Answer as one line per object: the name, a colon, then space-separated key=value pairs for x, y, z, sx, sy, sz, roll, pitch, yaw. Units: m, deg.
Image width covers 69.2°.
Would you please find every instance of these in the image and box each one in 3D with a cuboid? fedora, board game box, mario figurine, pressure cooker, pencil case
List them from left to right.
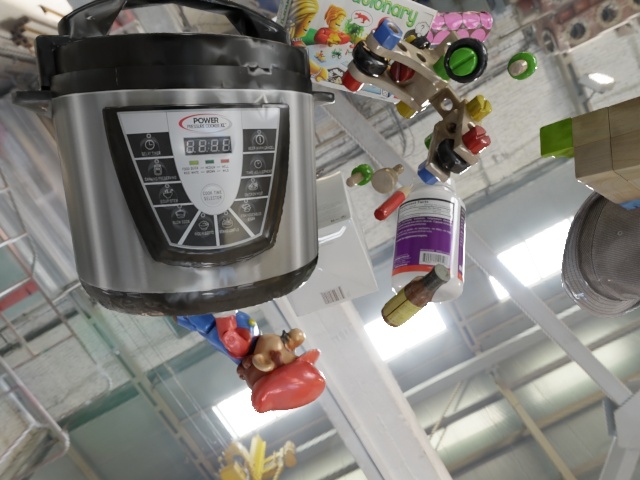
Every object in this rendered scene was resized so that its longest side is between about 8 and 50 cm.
pressure cooker: x=-0.191 y=-0.137 z=0.685 sx=0.375 sy=0.421 sz=0.370 roll=4 pitch=-167 yaw=22
mario figurine: x=-0.118 y=0.162 z=0.823 sx=0.170 sy=0.320 sz=0.198 roll=-61 pitch=161 yaw=11
board game box: x=0.062 y=-0.393 z=0.902 sx=0.305 sy=0.193 sz=0.053 roll=3 pitch=-148 yaw=-29
pencil case: x=0.344 y=-0.570 z=1.238 sx=0.209 sy=0.095 sz=0.098 roll=-5 pitch=-159 yaw=-16
fedora: x=0.582 y=0.013 z=0.842 sx=0.276 sy=0.243 sz=0.124 roll=-59 pitch=-166 yaw=-8

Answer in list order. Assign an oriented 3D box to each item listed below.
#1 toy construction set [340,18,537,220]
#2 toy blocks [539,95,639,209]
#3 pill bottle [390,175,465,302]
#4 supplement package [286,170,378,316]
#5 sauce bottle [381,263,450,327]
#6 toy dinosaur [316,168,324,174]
toy construction set: x=0.178 y=-0.208 z=0.782 sx=0.237 sy=0.257 sz=0.309 roll=-38 pitch=153 yaw=-50
toy blocks: x=0.548 y=-0.126 z=0.628 sx=0.260 sy=0.191 sz=0.381 roll=14 pitch=163 yaw=-37
pill bottle: x=0.289 y=-0.008 z=1.232 sx=0.181 sy=0.181 sz=0.323 roll=-15 pitch=-123 yaw=46
supplement package: x=0.000 y=0.000 z=1.094 sx=0.199 sy=0.198 sz=0.263 roll=-19 pitch=-151 yaw=9
sauce bottle: x=0.132 y=0.078 z=0.643 sx=0.042 sy=0.042 sz=0.128 roll=-44 pitch=175 yaw=-44
toy dinosaur: x=0.011 y=-0.100 z=1.366 sx=0.127 sy=0.296 sz=0.200 roll=-37 pitch=-122 yaw=4
